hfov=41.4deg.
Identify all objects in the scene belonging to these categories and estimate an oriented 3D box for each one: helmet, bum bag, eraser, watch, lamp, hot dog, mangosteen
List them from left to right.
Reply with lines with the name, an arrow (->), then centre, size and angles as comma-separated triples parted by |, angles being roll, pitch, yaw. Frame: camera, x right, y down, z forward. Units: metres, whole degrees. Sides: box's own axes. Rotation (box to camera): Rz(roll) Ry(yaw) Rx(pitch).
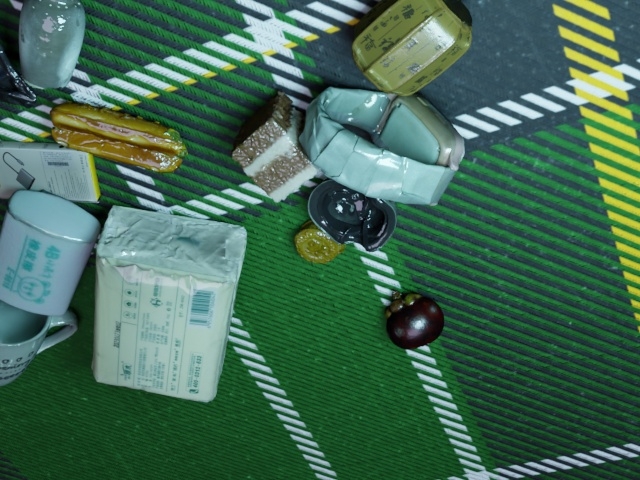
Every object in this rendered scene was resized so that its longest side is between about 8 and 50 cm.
bum bag -> -0.632, -0.364, 1.540 | 0.137, 0.074, 0.310 | -5, 126, 39
eraser -> -0.594, 0.032, 1.806 | 0.189, 0.104, 0.290 | 19, 135, -17
hot dog -> -0.390, -0.199, 1.644 | 0.268, 0.072, 0.115 | 16, 127, -8
helmet -> 0.076, -0.073, 1.676 | 0.176, 0.107, 0.153 | 20, 132, 14
watch -> 0.096, -0.173, 1.502 | 0.241, 0.253, 0.162 | -8, 137, -38
mangosteen -> 0.197, 0.167, 1.844 | 0.140, 0.140, 0.140 | 3, 128, 4
lamp -> 0.153, -0.344, 1.429 | 0.161, 0.161, 0.185 | 39, 120, -22

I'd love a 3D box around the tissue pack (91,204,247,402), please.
tissue pack -> -0.332, 0.140, 1.813 | 0.297, 0.207, 0.380 | 12, 128, -6

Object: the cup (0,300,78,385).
cup -> -0.697, 0.221, 1.955 | 0.258, 0.186, 0.234 | -1, 142, -29

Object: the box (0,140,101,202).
box -> -0.580, -0.142, 1.732 | 0.247, 0.033, 0.129 | 3, 129, 3

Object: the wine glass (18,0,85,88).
wine glass -> -0.472, -0.374, 1.492 | 0.111, 0.111, 0.204 | 16, 127, -7

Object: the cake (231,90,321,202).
cake -> -0.074, -0.174, 1.590 | 0.147, 0.135, 0.134 | 41, 121, -18

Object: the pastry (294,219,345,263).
pastry -> 0.000, 0.000, 1.769 | 0.109, 0.057, 0.097 | 18, 133, -5
